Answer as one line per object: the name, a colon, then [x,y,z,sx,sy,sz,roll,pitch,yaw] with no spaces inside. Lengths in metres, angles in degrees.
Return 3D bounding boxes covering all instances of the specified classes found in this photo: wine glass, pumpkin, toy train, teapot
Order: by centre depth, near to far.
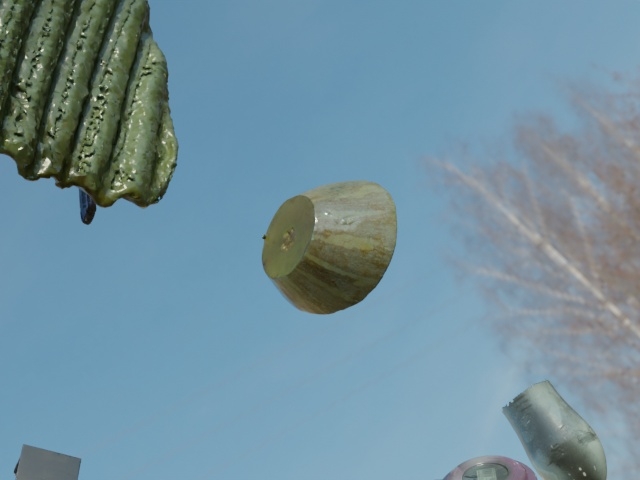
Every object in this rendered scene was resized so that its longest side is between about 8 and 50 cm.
teapot: [0.187,0.337,1.519,0.148,0.116,0.146,-12,-69,1]
toy train: [-0.276,-0.059,1.547,0.017,0.083,0.017,-22,-25,32]
wine glass: [0.346,0.300,1.792,0.103,0.222,0.103,-31,-18,-11]
pumpkin: [-0.005,-0.005,1.890,0.110,0.217,0.217,25,-70,-45]

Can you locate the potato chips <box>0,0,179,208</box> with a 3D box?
potato chips: [-0.270,-0.238,1.416,0.070,0.429,0.358,-16,-42,26]

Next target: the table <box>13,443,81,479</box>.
table: [-0.387,0.342,1.808,0.083,0.070,0.082,17,-47,-16]
